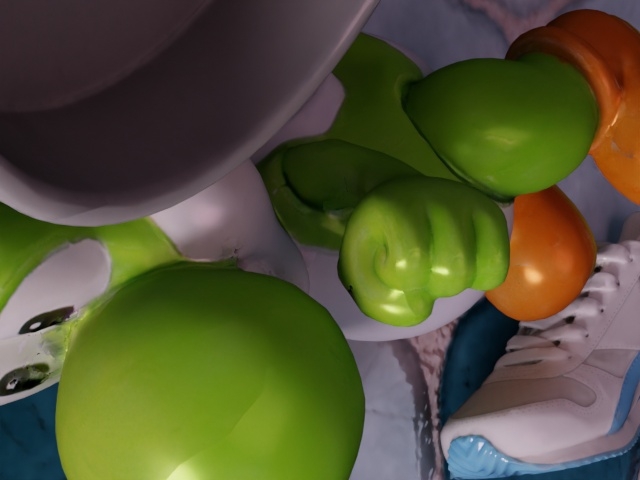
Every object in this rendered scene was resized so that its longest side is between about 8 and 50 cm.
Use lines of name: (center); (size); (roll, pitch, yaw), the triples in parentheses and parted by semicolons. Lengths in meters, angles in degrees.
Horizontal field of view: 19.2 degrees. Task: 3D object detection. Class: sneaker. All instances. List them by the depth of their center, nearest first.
sneaker: (0.129, 0.053, 0.948); (0.229, 0.087, 0.092); (-27, 103, -48)

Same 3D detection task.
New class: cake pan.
cake pan: (-0.039, -0.147, 0.568); (0.293, 0.054, 0.293); (-45, 150, -35)

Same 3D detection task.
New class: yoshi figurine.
yoshi figurine: (0.011, 0.026, 0.750); (0.362, 0.203, 0.203); (-17, 110, -40)
